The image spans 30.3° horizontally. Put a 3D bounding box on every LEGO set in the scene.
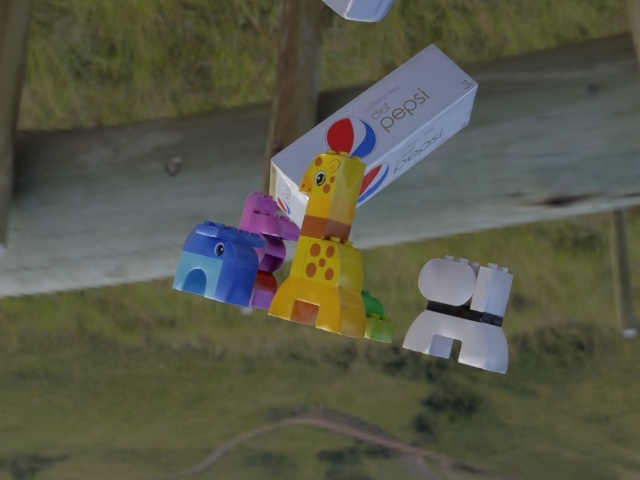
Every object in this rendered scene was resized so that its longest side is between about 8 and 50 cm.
[{"bbox_3d":[0.000,0.000,0.660,0.227,0.093,0.087,12,177,44],"label":"LEGO set"}]

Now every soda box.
[{"bbox_3d":[0.051,-0.097,1.154,0.216,0.069,0.074,-38,160,-20],"label":"soda box"}]

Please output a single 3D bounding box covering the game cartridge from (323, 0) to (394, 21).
[{"bbox_3d":[0.008,-0.320,0.917,0.060,0.294,0.196,-2,142,-33],"label":"game cartridge"}]
